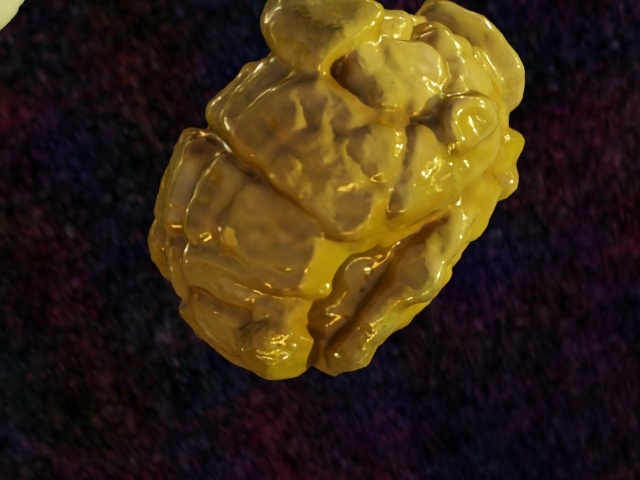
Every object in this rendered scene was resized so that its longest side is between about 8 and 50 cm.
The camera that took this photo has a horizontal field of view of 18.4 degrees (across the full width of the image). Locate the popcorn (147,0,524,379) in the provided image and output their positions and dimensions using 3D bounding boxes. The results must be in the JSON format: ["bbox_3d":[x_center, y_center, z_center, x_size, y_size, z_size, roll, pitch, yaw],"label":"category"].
[{"bbox_3d":[0.014,-0.028,0.899,0.194,0.163,0.140,-43,75,-11],"label":"popcorn"}]

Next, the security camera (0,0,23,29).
[{"bbox_3d":[-0.348,-0.290,1.822,0.194,0.194,0.236,9,81,18],"label":"security camera"}]
